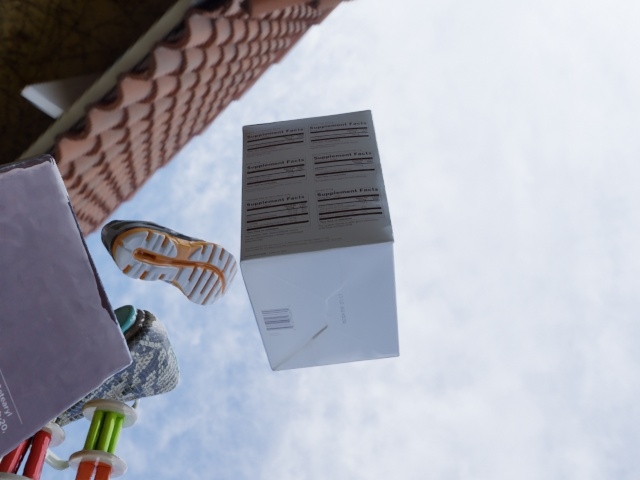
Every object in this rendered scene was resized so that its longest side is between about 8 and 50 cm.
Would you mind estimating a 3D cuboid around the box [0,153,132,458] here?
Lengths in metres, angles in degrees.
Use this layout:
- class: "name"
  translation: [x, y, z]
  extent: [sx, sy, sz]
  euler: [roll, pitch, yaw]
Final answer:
- class: "box"
  translation: [-0.270, 0.060, 0.456]
  extent: [0.169, 0.166, 0.203]
  euler: [-13, -168, 28]

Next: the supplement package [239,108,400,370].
- class: "supplement package"
  translation: [0.000, 0.000, 0.779]
  extent: [0.149, 0.194, 0.203]
  euler: [-7, -133, 2]

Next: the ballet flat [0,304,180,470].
- class: "ballet flat"
  translation: [-0.422, 0.262, 1.000]
  extent: [0.483, 0.182, 0.164]
  euler: [-24, -158, -4]

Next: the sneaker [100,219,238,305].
- class: "sneaker"
  translation: [-0.191, 0.021, 0.929]
  extent: [0.083, 0.215, 0.084]
  euler: [29, -92, 40]

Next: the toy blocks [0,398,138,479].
- class: "toy blocks"
  translation: [-0.223, 0.197, 0.606]
  extent: [0.054, 0.123, 0.148]
  euler: [-21, -138, 28]
